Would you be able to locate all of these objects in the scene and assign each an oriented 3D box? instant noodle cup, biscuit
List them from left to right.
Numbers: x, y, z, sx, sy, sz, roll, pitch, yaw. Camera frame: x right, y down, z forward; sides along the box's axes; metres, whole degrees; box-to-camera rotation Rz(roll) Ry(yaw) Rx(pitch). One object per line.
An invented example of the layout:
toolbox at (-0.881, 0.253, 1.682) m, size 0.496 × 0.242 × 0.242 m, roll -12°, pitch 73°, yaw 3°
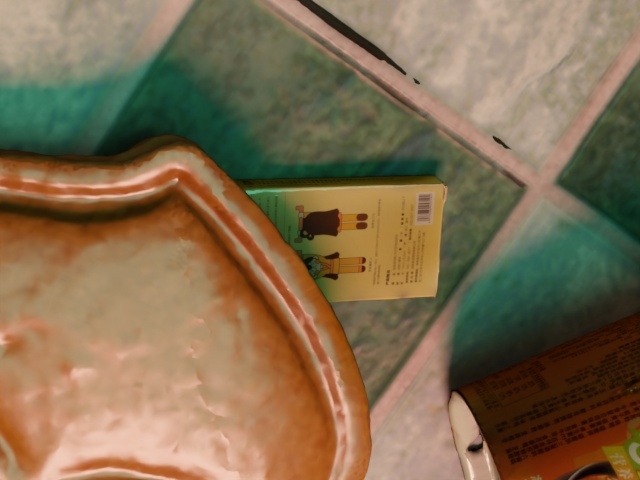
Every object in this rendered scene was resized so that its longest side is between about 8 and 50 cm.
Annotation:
biscuit at (-0.172, 0.149, 0.770) m, size 0.350 × 0.078 × 0.455 m, roll 29°, pitch 96°, yaw -18°
instant noodle cup at (0.187, 0.146, 0.837) m, size 0.182 × 0.230 × 0.230 m, roll -15°, pitch 111°, yaw -5°

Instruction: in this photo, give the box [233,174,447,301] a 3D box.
box at (0.000, 0.000, 0.828) m, size 0.149 × 0.020 × 0.073 m, roll -2°, pitch 108°, yaw -18°
